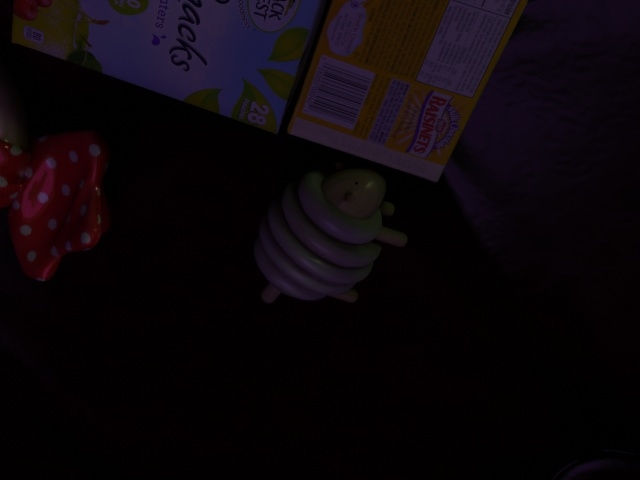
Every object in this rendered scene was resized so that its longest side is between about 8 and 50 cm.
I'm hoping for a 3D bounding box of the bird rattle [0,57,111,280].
[{"bbox_3d":[-0.270,-0.060,0.829,0.253,0.143,0.207,-8,115,23],"label":"bird rattle"}]

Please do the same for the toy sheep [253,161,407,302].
[{"bbox_3d":[0.000,0.000,0.819,0.091,0.091,0.132,30,118,-12],"label":"toy sheep"}]

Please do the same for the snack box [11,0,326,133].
[{"bbox_3d":[-0.074,-0.176,0.670,0.174,0.070,0.207,20,139,-3],"label":"snack box"}]

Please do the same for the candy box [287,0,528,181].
[{"bbox_3d":[0.055,-0.124,0.710,0.105,0.027,0.206,17,138,-6],"label":"candy box"}]
